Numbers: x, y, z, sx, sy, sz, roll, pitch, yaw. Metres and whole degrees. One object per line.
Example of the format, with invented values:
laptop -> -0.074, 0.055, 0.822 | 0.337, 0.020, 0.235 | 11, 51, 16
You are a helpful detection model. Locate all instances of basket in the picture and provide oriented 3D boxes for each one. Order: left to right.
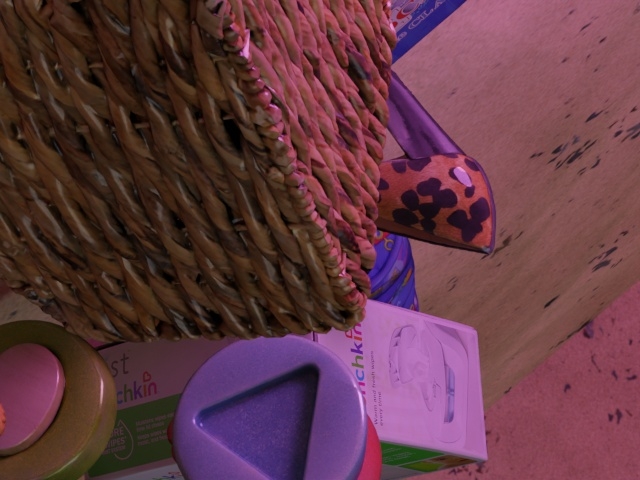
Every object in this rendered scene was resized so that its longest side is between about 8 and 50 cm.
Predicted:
basket -> -0.095, -0.111, 0.942 | 0.214, 0.223, 0.299 | -3, 146, 16

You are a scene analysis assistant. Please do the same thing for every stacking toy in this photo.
stacking toy -> -0.127, 0.104, 1.260 | 0.279, 0.309, 0.130 | -33, 155, -5

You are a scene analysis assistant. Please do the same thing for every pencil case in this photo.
pencil case -> 0.021, 0.038, 1.654 | 0.133, 0.119, 0.306 | -57, 165, -12

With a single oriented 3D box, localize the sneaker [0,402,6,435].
sneaker -> -0.334, 0.122, 1.100 | 0.112, 0.131, 0.296 | -35, 174, 42

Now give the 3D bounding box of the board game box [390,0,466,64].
board game box -> -0.005, -0.174, 1.147 | 0.319, 0.066, 0.318 | -41, 162, 11

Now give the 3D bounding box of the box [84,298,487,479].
box -> -0.032, 0.137, 1.561 | 0.262, 0.126, 0.231 | -17, 159, 35

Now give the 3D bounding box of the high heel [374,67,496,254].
high heel -> 0.000, 0.000, 1.404 | 0.261, 0.186, 0.093 | -42, 162, 14
